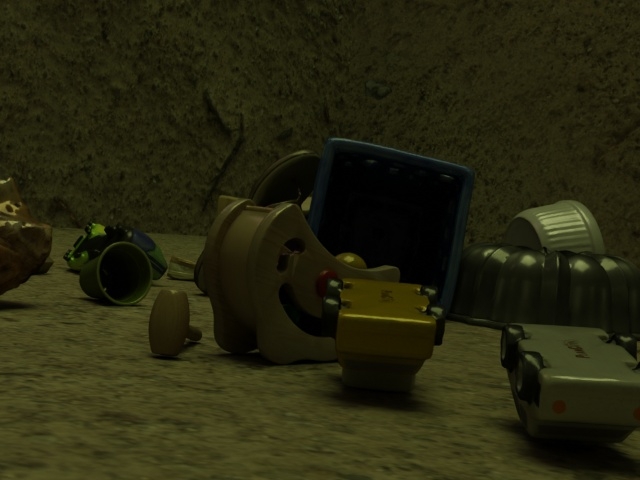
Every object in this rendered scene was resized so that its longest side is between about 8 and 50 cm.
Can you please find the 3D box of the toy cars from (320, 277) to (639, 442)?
[{"bbox_3d":[0.119,0.101,0.924,0.176,0.087,0.394,-2,10,-39],"label":"toy cars"}]

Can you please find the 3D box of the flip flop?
[{"bbox_3d":[-0.083,-0.020,1.776,0.080,0.277,0.112,33,-14,32],"label":"flip flop"}]

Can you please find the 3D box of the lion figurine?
[{"bbox_3d":[-0.421,0.026,1.229,0.240,0.142,0.392,13,15,-11],"label":"lion figurine"}]

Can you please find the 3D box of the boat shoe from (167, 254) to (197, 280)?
[{"bbox_3d":[-0.198,0.049,2.018,0.135,0.045,0.050,5,2,-16],"label":"boat shoe"}]

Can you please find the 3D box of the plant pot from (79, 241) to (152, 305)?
[{"bbox_3d":[-0.277,0.047,1.523,0.083,0.083,0.079,4,-9,-41],"label":"plant pot"}]

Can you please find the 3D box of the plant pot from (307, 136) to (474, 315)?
[{"bbox_3d":[0.099,-0.013,1.804,0.236,0.236,0.212,12,-5,2],"label":"plant pot"}]

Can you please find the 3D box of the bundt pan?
[{"bbox_3d":[0.351,0.073,1.797,0.331,0.124,0.331,6,3,0],"label":"bundt pan"}]

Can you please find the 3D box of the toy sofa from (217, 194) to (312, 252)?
[{"bbox_3d":[0.000,0.000,2.027,0.177,0.150,0.362,14,13,41],"label":"toy sofa"}]

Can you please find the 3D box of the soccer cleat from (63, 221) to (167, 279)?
[{"bbox_3d":[-0.344,0.031,1.933,0.121,0.093,0.289,38,-17,-23],"label":"soccer cleat"}]

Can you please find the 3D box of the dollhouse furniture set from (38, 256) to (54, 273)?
[{"bbox_3d":[-0.534,0.032,1.859,0.151,0.123,0.144,43,15,17],"label":"dollhouse furniture set"}]

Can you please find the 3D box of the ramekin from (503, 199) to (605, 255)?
[{"bbox_3d":[0.409,0.034,2.063,0.109,0.207,0.207,-5,5,-18],"label":"ramekin"}]

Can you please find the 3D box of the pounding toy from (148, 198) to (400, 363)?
[{"bbox_3d":[-0.061,0.037,1.165,0.155,0.154,0.269,8,2,43],"label":"pounding toy"}]
